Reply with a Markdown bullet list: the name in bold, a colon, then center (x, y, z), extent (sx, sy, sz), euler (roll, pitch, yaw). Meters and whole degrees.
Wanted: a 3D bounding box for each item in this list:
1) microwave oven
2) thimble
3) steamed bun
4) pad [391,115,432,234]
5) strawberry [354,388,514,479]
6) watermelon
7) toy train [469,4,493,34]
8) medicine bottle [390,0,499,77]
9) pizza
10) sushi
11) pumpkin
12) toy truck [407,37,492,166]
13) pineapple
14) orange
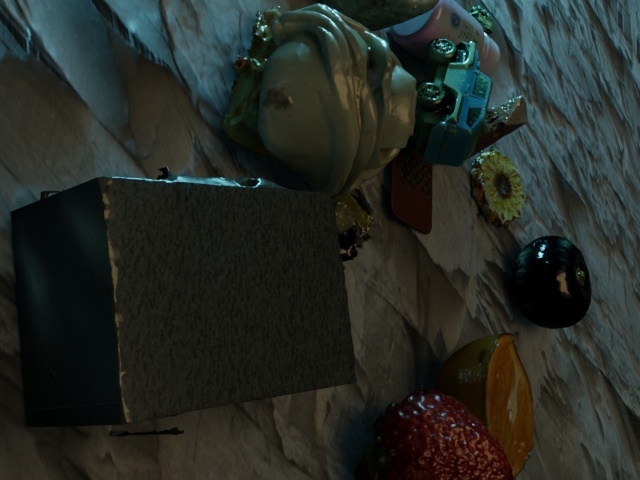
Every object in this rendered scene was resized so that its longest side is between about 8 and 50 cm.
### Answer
- **microwave oven**: center (-0.188, 0.080, 1.261), extent (0.432, 0.236, 0.374), euler (0, 79, -48)
- **thimble**: center (0.115, -0.578, 1.787), extent (0.292, 0.195, 0.291), euler (10, 75, -41)
- **steamed bun**: center (0.050, -0.254, 1.524), extent (0.324, 0.220, 0.309), euler (48, 45, -53)
- **pad**: center (0.204, -0.157, 1.899), extent (0.181, 0.004, 0.267), euler (24, 64, -51)
- **strawberry**: center (0.217, 0.416, 1.588), extent (0.277, 0.257, 0.257), euler (28, 49, 10)
- **watermelon**: center (0.356, -0.249, 1.933), extent (0.154, 0.241, 0.094), euler (-18, 86, -52)
- **toy train**: center (0.415, -0.571, 2.229), extent (0.083, 0.033, 0.053), euler (19, 71, -43)
- **medicine bottle**: center (0.290, -0.463, 1.977), extent (0.255, 0.152, 0.152), euler (24, 63, -40)
- **pizza**: center (-0.087, -0.290, 1.586), extent (0.189, 0.071, 0.296), euler (29, 60, -39)
- **sushi**: center (-0.005, 0.001, 1.561), extent (0.291, 0.131, 0.139), euler (-47, 117, -34)
- **pumpkin**: center (0.576, 0.103, 2.139), extent (0.233, 0.163, 0.233), euler (16, 68, -47)
- **toy truck**: center (0.275, -0.296, 1.841), extent (0.156, 0.155, 0.278), euler (16, 53, 5)
- **pineapple**: center (0.441, -0.137, 2.139), extent (0.221, 0.047, 0.221), euler (15, 69, -43)
- **orange**: center (0.357, 0.337, 1.777), extent (0.274, 0.310, 0.274), euler (3, 60, -4)
